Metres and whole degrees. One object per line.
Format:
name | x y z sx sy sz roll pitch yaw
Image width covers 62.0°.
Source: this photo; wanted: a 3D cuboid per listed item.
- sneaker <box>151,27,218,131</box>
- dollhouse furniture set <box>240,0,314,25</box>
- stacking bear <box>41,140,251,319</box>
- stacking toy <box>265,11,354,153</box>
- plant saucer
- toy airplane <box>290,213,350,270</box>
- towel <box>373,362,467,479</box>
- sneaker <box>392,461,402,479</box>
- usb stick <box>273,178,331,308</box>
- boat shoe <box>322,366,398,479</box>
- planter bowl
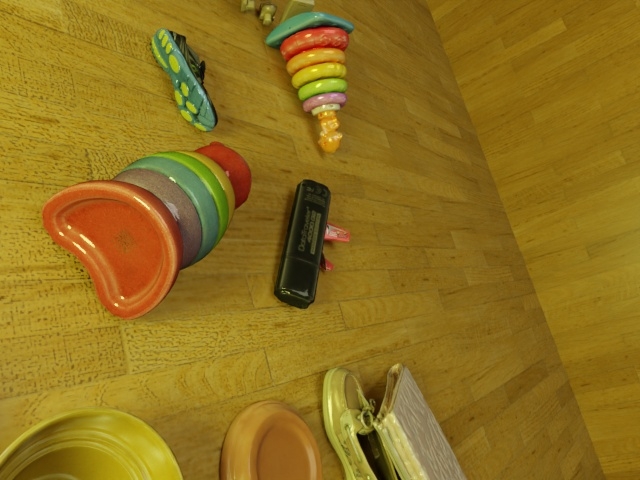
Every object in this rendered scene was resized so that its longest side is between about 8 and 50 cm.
sneaker | -0.220 -0.278 0.916 0.078 0.067 0.188 -22 85 -51
dollhouse furniture set | -0.098 -0.573 1.194 0.151 0.144 0.123 4 78 -19
stacking bear | -0.192 -0.052 0.738 0.175 0.164 0.289 57 29 -12
stacking toy | 0.004 -0.351 1.230 0.165 0.175 0.302 -12 90 -54
plant saucer | -0.059 0.333 0.776 0.200 0.037 0.200 33 46 -41
toy airplane | 0.000 0.000 1.079 0.151 0.028 0.151 21 50 -27
towel | 0.204 0.417 0.984 0.332 0.053 0.317 63 13 4
sneaker | 0.168 0.472 0.992 0.047 0.057 0.120 1 70 -57
usb stick | -0.030 -0.001 1.006 0.077 0.045 0.278 20 53 -13
boat shoe | 0.082 0.353 0.913 0.104 0.089 0.286 0 69 -55
planter bowl | -0.239 0.276 0.505 0.217 0.090 0.217 33 46 -41
